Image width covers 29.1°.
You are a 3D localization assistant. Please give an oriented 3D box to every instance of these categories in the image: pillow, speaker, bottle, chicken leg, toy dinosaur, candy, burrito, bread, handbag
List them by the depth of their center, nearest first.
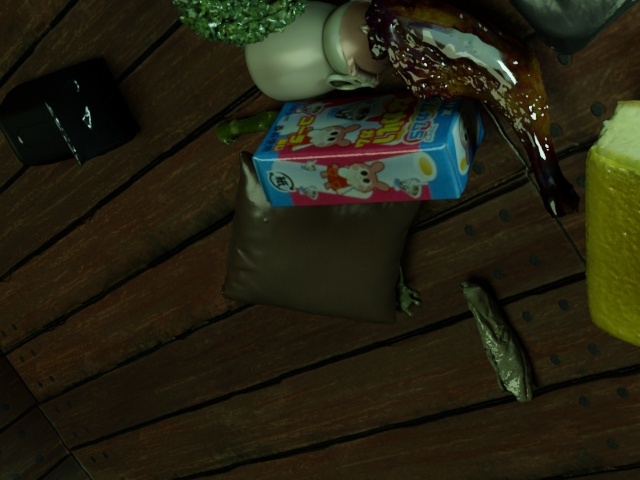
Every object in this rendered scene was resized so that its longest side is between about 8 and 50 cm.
[{"bbox_3d":[0.262,-0.400,1.525,0.332,0.075,0.191,52,139,5],"label":"handbag"},{"bbox_3d":[0.494,0.016,1.563,0.323,0.143,0.333,23,140,32],"label":"bread"},{"bbox_3d":[0.225,-0.205,1.661,0.407,0.158,0.096,47,-178,8],"label":"chicken leg"},{"bbox_3d":[0.071,-0.136,1.802,0.305,0.157,0.100,-1,128,24],"label":"candy"},{"bbox_3d":[0.016,-0.290,1.827,0.236,0.147,0.148,-2,119,41],"label":"bottle"},{"bbox_3d":[0.283,0.161,1.996,0.063,0.058,0.230,-15,112,46],"label":"burrito"},{"bbox_3d":[0.000,0.000,2.023,0.305,0.108,0.308,9,129,-1],"label":"pillow"},{"bbox_3d":[0.135,0.084,2.110,0.060,0.029,0.120,17,134,49],"label":"toy dinosaur"},{"bbox_3d":[-0.528,-0.224,2.416,0.388,0.184,0.180,-8,115,50],"label":"speaker"}]

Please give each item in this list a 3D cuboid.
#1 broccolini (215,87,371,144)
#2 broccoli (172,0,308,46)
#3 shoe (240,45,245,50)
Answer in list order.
[{"bbox_3d":[-0.047,-0.196,2.050,0.392,0.078,0.074,-4,117,56],"label":"broccolini"},{"bbox_3d":[-0.112,-0.458,1.768,0.249,0.301,0.375,138,123,-72],"label":"broccoli"},{"bbox_3d":[-0.139,-0.348,2.000,0.194,0.074,0.077,23,140,30],"label":"shoe"}]
